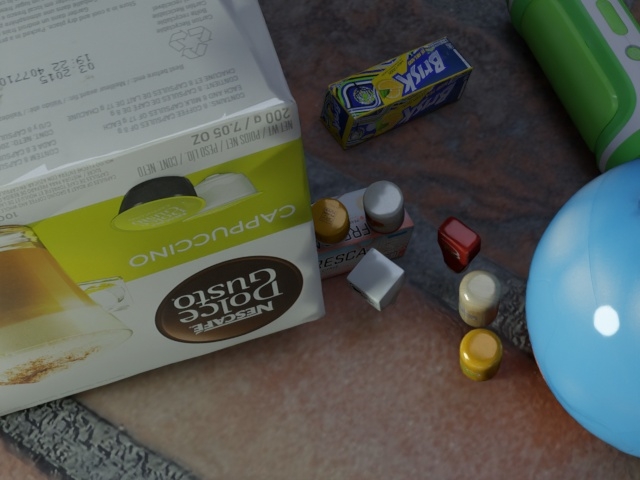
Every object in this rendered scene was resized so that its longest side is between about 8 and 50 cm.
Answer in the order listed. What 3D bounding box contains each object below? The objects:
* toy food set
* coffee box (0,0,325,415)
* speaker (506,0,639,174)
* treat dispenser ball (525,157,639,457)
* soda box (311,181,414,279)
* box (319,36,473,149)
[{"bbox_3d":[0.097,0.034,1.285,0.232,0.104,0.111,36,79,15],"label":"toy food set"},{"bbox_3d":[-0.209,-0.095,1.160,0.338,0.334,0.338,-17,58,-6],"label":"coffee box"},{"bbox_3d":[0.320,-0.196,1.493,0.131,0.131,0.296,-13,58,-19],"label":"speaker"},{"bbox_3d":[0.333,0.062,1.212,0.288,0.288,0.288,5,54,-7],"label":"treat dispenser ball"},{"bbox_3d":[0.000,0.000,1.336,0.183,0.058,0.063,-16,59,-21],"label":"soda box"},{"bbox_3d":[0.085,-0.166,1.469,0.169,0.059,0.054,-26,66,-26],"label":"box"}]
